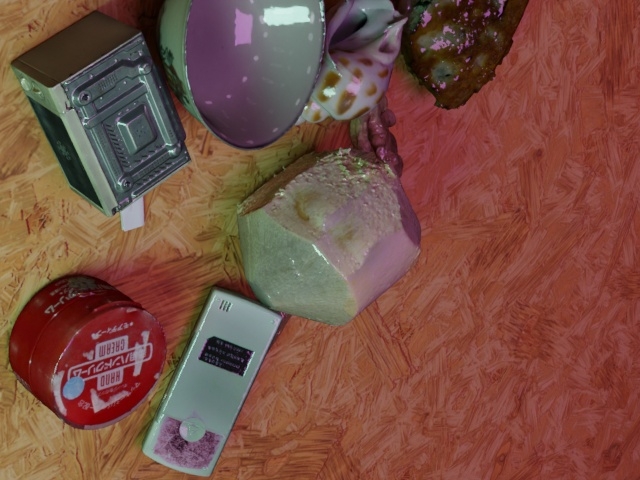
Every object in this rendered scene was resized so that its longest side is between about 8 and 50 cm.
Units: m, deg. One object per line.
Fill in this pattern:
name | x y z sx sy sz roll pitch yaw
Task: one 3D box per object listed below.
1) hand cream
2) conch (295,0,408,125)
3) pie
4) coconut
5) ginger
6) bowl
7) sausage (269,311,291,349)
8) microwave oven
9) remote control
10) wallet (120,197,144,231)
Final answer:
hand cream | -0.377 0.179 1.893 0.230 0.149 0.230 -22 124 -36
conch | 0.033 -0.296 2.018 0.183 0.149 0.275 47 65 -19
pie | 0.273 -0.422 2.187 0.288 0.103 0.354 16 106 -48
coconut | 0.000 0.000 2.050 0.309 0.297 0.297 -41 135 -28
ginger | 0.117 -0.194 2.203 0.258 0.065 0.149 38 57 -64
bowl | -0.149 -0.316 1.807 0.337 0.157 0.337 -24 120 -49
sausage | -0.110 0.171 2.208 0.301 0.066 0.066 -55 138 -1
microwave oven | -0.315 -0.192 1.750 0.194 0.145 0.240 -35 132 -21
remote control | -0.200 0.261 2.138 0.145 0.050 0.344 24 96 -14
wallet | -0.310 -0.058 1.925 0.044 0.011 0.083 -21 126 -35
